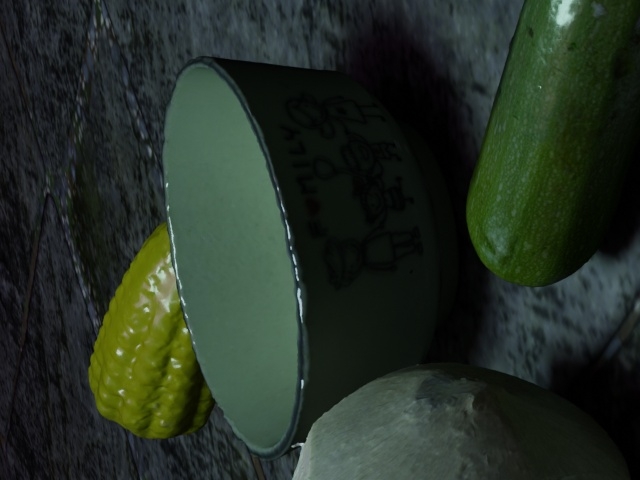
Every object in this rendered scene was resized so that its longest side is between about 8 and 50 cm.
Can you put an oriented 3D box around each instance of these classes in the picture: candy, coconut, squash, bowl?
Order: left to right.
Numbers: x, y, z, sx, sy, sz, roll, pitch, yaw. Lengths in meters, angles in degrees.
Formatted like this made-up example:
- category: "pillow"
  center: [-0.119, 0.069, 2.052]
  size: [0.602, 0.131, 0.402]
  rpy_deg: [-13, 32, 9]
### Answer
- category: "candy"
  center: [-0.104, 0.052, 1.360]
  size: [0.199, 0.094, 0.106]
  rpy_deg: [109, 151, -45]
- category: "bowl"
  center: [0.000, 0.000, 1.005]
  size: [0.211, 0.112, 0.211]
  rpy_deg: [169, 90, -72]
- category: "coconut"
  center: [0.058, 0.132, 0.846]
  size: [0.161, 0.161, 0.162]
  rpy_deg: [-129, 26, -53]
- category: "squash"
  center: [0.103, -0.066, 0.759]
  size: [0.229, 0.066, 0.066]
  rpy_deg: [101, 151, -44]
